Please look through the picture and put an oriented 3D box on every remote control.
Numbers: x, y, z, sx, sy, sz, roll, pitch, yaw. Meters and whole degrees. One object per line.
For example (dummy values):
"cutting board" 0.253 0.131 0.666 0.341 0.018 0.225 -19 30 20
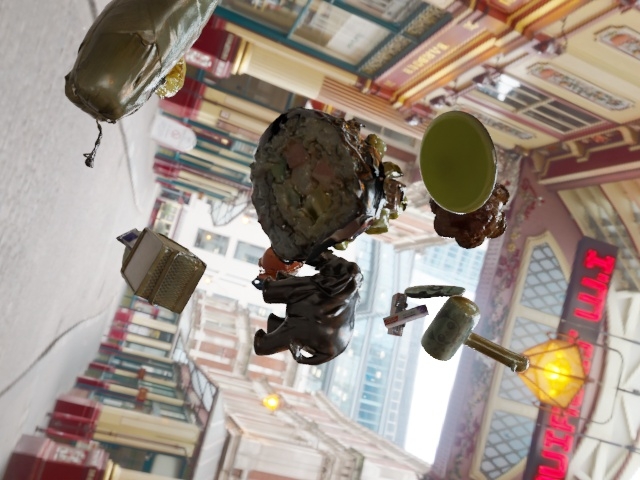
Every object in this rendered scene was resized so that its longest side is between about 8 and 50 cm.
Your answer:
"remote control" 0.436 0.200 2.141 0.256 0.097 0.045 -4 -72 42

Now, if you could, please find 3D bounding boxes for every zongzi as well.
"zongzi" -0.363 -0.396 1.156 0.418 0.181 0.447 -17 -133 34

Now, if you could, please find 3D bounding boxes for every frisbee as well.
"frisbee" 0.306 -0.177 1.273 0.236 0.017 0.236 29 -55 50

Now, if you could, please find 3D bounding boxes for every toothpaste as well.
"toothpaste" -0.567 0.066 1.911 0.068 0.282 0.099 -50 179 -4
"toothpaste" 0.362 0.321 2.353 0.196 0.040 0.047 -21 -115 13

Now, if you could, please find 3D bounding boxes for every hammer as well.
"hammer" 0.459 0.301 1.608 0.202 0.305 0.113 -61 180 21

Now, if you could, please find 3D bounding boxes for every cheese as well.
"cheese" -0.188 0.115 2.410 0.329 0.216 0.129 -55 146 -56

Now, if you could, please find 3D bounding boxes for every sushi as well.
"sushi" 0.024 -0.136 1.325 0.328 0.285 0.329 -40 -105 35

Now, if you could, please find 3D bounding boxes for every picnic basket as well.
"picnic basket" -0.446 0.080 1.560 0.266 0.139 0.165 24 -96 58

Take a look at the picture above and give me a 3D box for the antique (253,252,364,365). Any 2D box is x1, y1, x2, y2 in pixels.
"antique" -0.019 0.175 1.484 0.185 0.255 0.322 64 29 -60

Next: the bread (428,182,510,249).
"bread" 0.471 -0.089 1.793 0.135 0.246 0.232 -56 148 -73

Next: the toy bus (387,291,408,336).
"toy bus" 0.341 0.330 2.478 0.077 0.065 0.192 149 -47 -66

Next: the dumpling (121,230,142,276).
"dumpling" -0.626 0.063 1.964 0.100 0.134 0.169 108 -10 -50

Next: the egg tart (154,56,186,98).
"egg tart" -0.474 -0.539 1.541 0.295 0.116 0.295 -4 90 -82
